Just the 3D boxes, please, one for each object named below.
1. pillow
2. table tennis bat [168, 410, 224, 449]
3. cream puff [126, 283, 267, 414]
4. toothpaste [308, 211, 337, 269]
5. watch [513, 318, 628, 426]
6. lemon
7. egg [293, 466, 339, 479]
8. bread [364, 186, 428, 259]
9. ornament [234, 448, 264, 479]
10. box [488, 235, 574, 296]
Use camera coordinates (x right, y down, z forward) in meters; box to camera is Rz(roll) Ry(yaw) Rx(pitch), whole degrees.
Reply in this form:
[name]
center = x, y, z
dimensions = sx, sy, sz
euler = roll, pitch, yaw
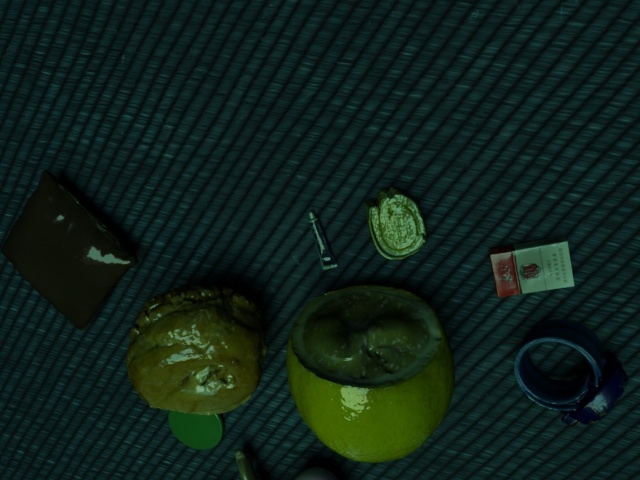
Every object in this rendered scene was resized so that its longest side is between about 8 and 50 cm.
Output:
[pillow]
center = -0.634, 0.035, 1.308
dimensions = 0.308, 0.108, 0.305
euler = 45, 116, -1
[table tennis bat]
center = -0.327, 0.454, 1.410
dimensions = 0.160, 0.039, 0.257
euler = 16, 115, 8
[cream puff]
center = -0.272, 0.241, 1.217
dimensions = 0.327, 0.231, 0.343
euler = -24, 136, 9
[toothpaste]
center = 0.000, 0.000, 1.196
dimensions = 0.037, 0.021, 0.140
euler = -15, 105, 16
[watch]
center = 0.507, 0.272, 1.104
dimensions = 0.200, 0.171, 0.196
euler = 38, 114, 15
[lemon]
center = 0.106, 0.294, 1.109
dimensions = 0.364, 0.364, 0.364
euler = 4, 108, 12
[egg]
center = -0.008, 0.703, 1.331
dimensions = 0.196, 0.196, 0.271
euler = -16, 100, 17
[bread]
center = 0.160, -0.037, 1.124
dimensions = 0.117, 0.064, 0.156
euler = -15, 102, 13
[ornament]
center = -0.159, 0.674, 1.369
dimensions = 0.061, 0.230, 0.245
euler = -21, 125, -2
[box]
center = 0.436, 0.055, 1.100
dimensions = 0.152, 0.048, 0.100
euler = -12, 103, 14
